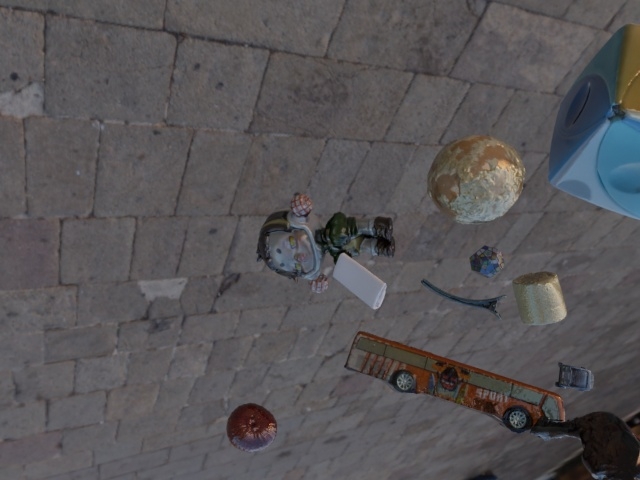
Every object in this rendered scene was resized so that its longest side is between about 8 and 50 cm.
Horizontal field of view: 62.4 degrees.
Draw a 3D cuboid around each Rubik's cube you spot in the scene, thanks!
[{"bbox_3d":[0.839,-0.297,1.381,0.347,0.352,0.351,20,152,3],"label":"Rubik's cube"},{"bbox_3d":[0.537,0.069,1.705,0.111,0.093,0.111,-37,171,-7],"label":"Rubik's cube"}]

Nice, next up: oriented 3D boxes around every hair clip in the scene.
[{"bbox_3d":[0.381,0.152,1.433,0.039,0.229,0.070,1,102,-70],"label":"hair clip"}]

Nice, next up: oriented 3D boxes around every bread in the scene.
[{"bbox_3d":[0.678,0.177,1.638,0.134,0.141,0.148,-14,-175,30],"label":"bread"}]

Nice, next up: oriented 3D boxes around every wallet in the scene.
[{"bbox_3d":[0.076,0.078,1.038,0.025,0.122,0.061,-12,127,-42],"label":"wallet"}]

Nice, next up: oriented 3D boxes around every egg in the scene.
[{"bbox_3d":[0.344,-0.137,1.170,0.245,0.203,0.203,-23,152,-48],"label":"egg"}]

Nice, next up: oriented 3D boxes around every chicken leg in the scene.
[{"bbox_3d":[0.403,0.299,0.785,0.106,0.051,0.253,-38,180,-5],"label":"chicken leg"}]

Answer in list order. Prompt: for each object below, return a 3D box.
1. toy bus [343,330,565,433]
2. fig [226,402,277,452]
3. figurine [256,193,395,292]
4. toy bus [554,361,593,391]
[{"bbox_3d":[0.249,0.275,1.005,0.408,0.092,0.093,16,168,9],"label":"toy bus"},{"bbox_3d":[-0.178,0.463,1.259,0.119,0.119,0.153,14,121,-42],"label":"fig"},{"bbox_3d":[0.000,0.000,1.345,0.369,0.167,0.281,-3,119,16],"label":"figurine"},{"bbox_3d":[0.504,0.273,1.050,0.065,0.047,0.166,7,170,26],"label":"toy bus"}]
